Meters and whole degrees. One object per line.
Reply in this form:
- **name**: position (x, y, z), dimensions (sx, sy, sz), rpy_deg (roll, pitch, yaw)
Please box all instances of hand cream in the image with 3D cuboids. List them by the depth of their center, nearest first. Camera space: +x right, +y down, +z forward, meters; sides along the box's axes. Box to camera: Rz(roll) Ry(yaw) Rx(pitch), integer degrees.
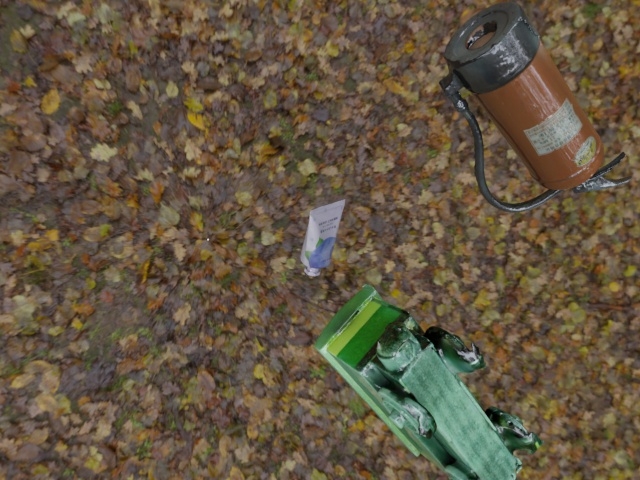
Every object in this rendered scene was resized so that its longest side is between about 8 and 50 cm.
- **hand cream**: position (0.000, 0.000, 0.880), dimensions (0.084, 0.053, 0.142), rpy_deg (-22, 139, -43)

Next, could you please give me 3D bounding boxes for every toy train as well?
- **toy train**: position (0.133, 0.198, 0.643), dimensions (0.120, 0.202, 0.301), rpy_deg (-45, 117, -14)

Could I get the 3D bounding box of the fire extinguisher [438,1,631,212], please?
- **fire extinguisher**: position (0.315, -0.170, 0.800), dimensions (0.376, 0.200, 0.113), rpy_deg (38, 54, -30)
